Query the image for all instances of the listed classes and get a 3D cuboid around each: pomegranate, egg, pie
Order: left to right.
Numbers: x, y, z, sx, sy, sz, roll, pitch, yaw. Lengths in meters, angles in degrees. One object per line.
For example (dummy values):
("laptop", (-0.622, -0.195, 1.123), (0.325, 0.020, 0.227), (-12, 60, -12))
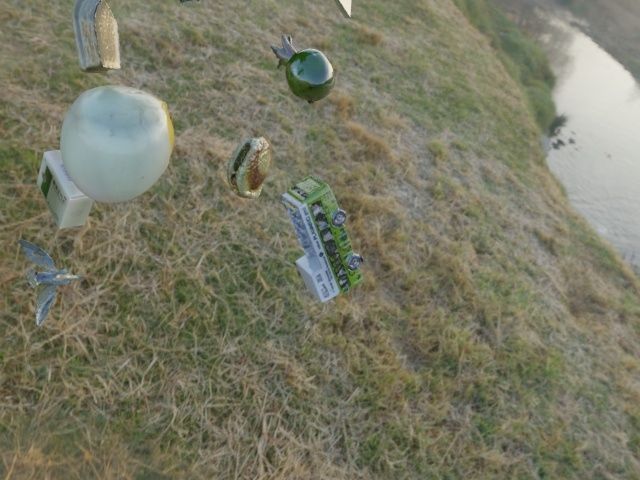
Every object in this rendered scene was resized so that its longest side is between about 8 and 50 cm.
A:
("egg", (-0.556, -0.255, 1.425), (0.283, 0.345, 0.283), (25, 25, -13))
("pie", (-0.216, -0.231, 1.668), (0.084, 0.205, 0.179), (23, 2, 24))
("pomegranate", (-0.050, -0.456, 1.391), (0.191, 0.131, 0.152), (41, 6, 2))

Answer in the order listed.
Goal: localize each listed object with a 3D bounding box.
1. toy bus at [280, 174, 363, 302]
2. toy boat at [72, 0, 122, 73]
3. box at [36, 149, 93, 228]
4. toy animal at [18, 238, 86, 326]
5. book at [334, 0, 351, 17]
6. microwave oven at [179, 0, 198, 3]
("toy bus", (0.000, 0.000, 1.268), (0.139, 0.301, 0.113), (-32, 35, -16))
("toy boat", (-0.556, -0.516, 1.301), (0.061, 0.188, 0.116), (0, 15, 12))
("box", (-0.866, -0.175, 1.773), (0.095, 0.168, 0.212), (-14, 63, -47))
("toy animal", (-0.657, 0.101, 1.302), (0.155, 0.095, 0.219), (-2, 85, -40))
("book", (0.052, -0.753, 1.405), (0.170, 0.018, 0.241), (30, 63, -62))
("microwave oven", (-0.272, -0.838, 1.279), (0.247, 0.394, 0.333), (-29, 94, -35))
